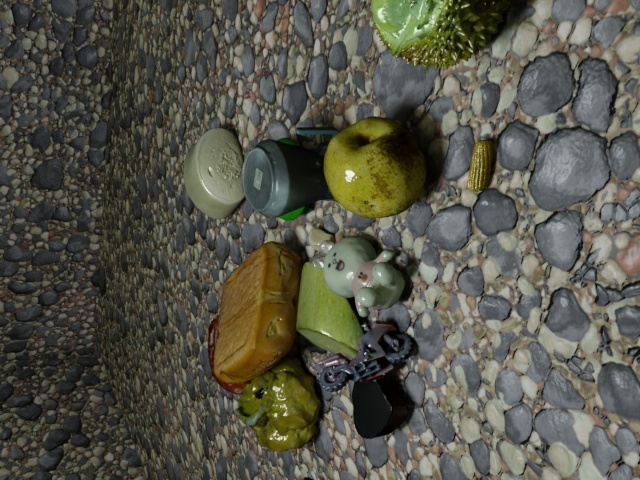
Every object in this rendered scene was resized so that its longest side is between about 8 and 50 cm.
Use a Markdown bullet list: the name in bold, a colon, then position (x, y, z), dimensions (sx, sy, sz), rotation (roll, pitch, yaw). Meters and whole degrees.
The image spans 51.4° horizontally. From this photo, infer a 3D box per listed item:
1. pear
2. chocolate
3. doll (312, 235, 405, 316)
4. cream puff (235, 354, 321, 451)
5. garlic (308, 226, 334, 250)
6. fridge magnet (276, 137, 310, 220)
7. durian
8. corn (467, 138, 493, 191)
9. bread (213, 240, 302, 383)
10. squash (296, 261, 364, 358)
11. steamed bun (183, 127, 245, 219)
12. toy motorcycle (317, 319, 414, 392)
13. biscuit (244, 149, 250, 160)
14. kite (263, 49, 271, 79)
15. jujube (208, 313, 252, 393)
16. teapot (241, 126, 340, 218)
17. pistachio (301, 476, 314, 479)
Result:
- **pear**: position (0.107, -0.130, 1.272), dimensions (0.197, 0.197, 0.197), rotation (18, 111, 56)
- **chocolate**: position (0.136, 0.345, 1.423), dimensions (0.125, 0.080, 0.148), rotation (-17, 73, 49)
- **doll**: position (0.085, 0.074, 1.424), dimensions (0.275, 0.113, 0.154), rotation (28, 98, 59)
- **cream puff**: position (-0.128, 0.437, 1.776), dimensions (0.282, 0.185, 0.281), rotation (25, 120, 55)
- **garlic**: position (0.000, -0.001, 1.611), dimensions (0.083, 0.041, 0.053), rotation (22, 74, 50)
- **fridge magnet**: position (-0.081, -0.153, 1.665), dimensions (0.208, 0.088, 0.207), rotation (20, 114, 57)
- **durian**: position (0.201, -0.383, 1.071), dimensions (0.237, 0.177, 0.200), rotation (-8, 99, 64)
- **corn**: position (0.274, -0.128, 1.136), dimensions (0.037, 0.037, 0.092), rotation (30, 121, 53)
- **bread**: position (-0.155, 0.203, 1.728), dimensions (0.337, 0.148, 0.327), rotation (-45, 37, 50)
- **squash**: position (0.029, 0.167, 1.563), dimensions (0.237, 0.204, 0.155), rotation (-3, 55, 57)
- **steamed bun**: position (-0.329, -0.196, 2.001), dimensions (0.200, 0.155, 0.250), rotation (-28, 70, 57)
- **toy motorcycle**: position (0.090, 0.240, 1.402), dimensions (0.084, 0.213, 0.118), rotation (59, -172, -41)
- **biscuit**: position (-0.184, -0.181, 1.813), dimensions (0.199, 0.041, 0.121), rotation (-171, 76, -81)
- **kite**: position (-0.139, -0.466, 1.780), dimensions (0.078, 0.002, 0.044), rotation (-56, 50, 48)
- **jujube**: position (-0.247, 0.331, 1.952), dimensions (0.183, 0.183, 0.243), rotation (4, 111, 58)
- **teapot**: position (-0.041, -0.155, 1.471), dimensions (0.171, 0.225, 0.203), rotation (46, 132, 42)
- **pistachio**: position (0.004, 0.698, 1.677), dimensions (0.210, 0.131, 0.165), rotation (64, -176, 28)
